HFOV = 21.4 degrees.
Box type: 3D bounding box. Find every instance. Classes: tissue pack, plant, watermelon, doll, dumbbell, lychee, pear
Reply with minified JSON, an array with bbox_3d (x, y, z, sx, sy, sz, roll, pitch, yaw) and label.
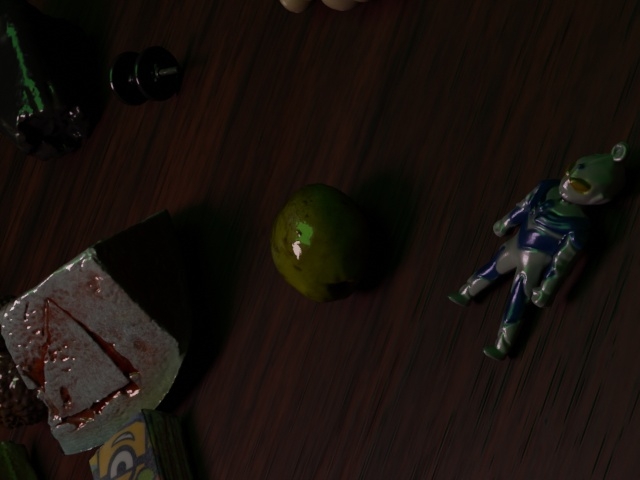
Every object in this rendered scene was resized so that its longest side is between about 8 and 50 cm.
[{"bbox_3d":[-0.189,0.273,1.842,0.108,0.060,0.148,-45,45,28],"label":"tissue pack"},{"bbox_3d":[-0.393,-0.223,2.263,0.164,0.142,0.256,-47,54,25],"label":"plant"},{"bbox_3d":[-0.265,0.073,1.918,0.213,0.201,0.261,-33,46,27],"label":"watermelon"},{"bbox_3d":[0.200,-0.007,1.517,0.227,0.057,0.114,-52,36,22],"label":"doll"},{"bbox_3d":[-0.218,-0.204,2.097,0.147,0.069,0.069,-5,70,50],"label":"dumbbell"},{"bbox_3d":[-0.373,0.143,2.037,0.197,0.165,0.165,91,176,-61],"label":"lychee"},{"bbox_3d":[0.000,0.000,1.712,0.107,0.107,0.131,-40,54,31],"label":"pear"}]

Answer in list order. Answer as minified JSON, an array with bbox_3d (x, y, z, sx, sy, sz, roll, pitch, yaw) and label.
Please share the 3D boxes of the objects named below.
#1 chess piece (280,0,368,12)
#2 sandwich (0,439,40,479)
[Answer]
[{"bbox_3d":[0.059,-0.321,1.800,0.307,0.124,0.139,-14,92,50],"label":"chess piece"},{"bbox_3d":[-0.370,0.343,2.002,0.088,0.090,0.244,-50,41,18],"label":"sandwich"}]
